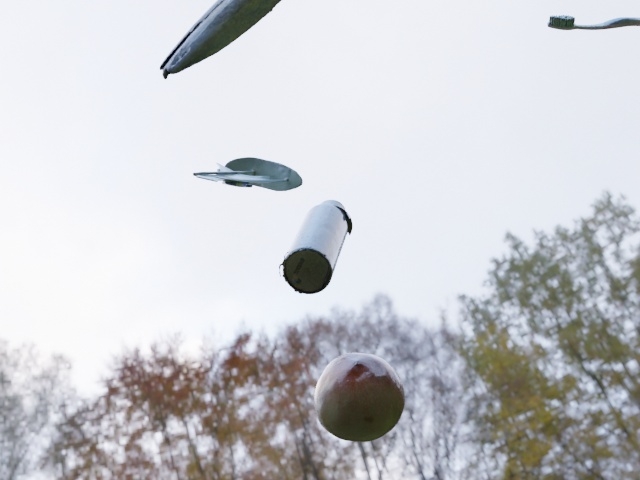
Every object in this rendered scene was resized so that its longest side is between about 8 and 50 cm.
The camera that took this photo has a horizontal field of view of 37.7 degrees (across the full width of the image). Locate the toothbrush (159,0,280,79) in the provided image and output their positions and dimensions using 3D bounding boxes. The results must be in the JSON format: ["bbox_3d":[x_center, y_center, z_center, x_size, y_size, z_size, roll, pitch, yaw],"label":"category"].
[{"bbox_3d":[0.037,-0.258,0.663,0.413,0.035,0.042,-44,-34,4],"label":"toothbrush"}]

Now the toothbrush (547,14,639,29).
[{"bbox_3d":[0.514,-0.360,1.555,0.269,0.021,0.027,4,-30,13],"label":"toothbrush"}]

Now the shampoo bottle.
[{"bbox_3d":[0.000,0.000,1.263,0.072,0.214,0.072,4,-67,8],"label":"shampoo bottle"}]

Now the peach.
[{"bbox_3d":[0.035,0.137,0.833,0.083,0.083,0.083,-11,-42,-10],"label":"peach"}]

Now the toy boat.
[{"bbox_3d":[-0.073,-0.075,1.045,0.105,0.149,0.034,10,-85,9],"label":"toy boat"}]
